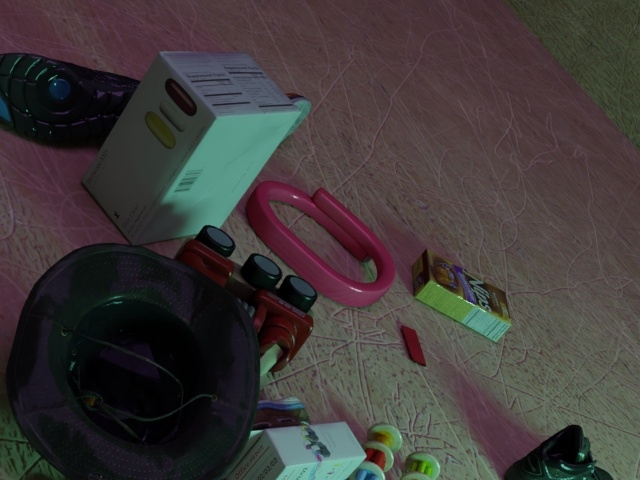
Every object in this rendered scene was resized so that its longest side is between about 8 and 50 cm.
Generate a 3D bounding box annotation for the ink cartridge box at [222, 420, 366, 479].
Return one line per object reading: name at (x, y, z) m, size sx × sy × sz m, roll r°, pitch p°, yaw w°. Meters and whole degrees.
ink cartridge box at (-0.044, 0.287, 1.382) m, size 0.181 × 0.104 × 0.061 m, roll 4°, pitch 42°, yaw -44°

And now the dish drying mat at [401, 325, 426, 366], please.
dish drying mat at (0.158, 0.179, 1.860) m, size 0.032 × 0.008 × 0.083 m, roll 21°, pitch 32°, yaw -28°

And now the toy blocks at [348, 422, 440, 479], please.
toy blocks at (0.100, 0.334, 1.525) m, size 0.123 × 0.054 × 0.148 m, roll 37°, pitch 29°, yaw 0°

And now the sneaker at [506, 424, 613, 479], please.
sneaker at (0.415, 0.365, 1.752) m, size 0.228 × 0.130 × 0.087 m, roll 19°, pitch 36°, yaw -34°

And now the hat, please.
hat at (-0.229, 0.173, 1.314) m, size 0.331 × 0.134 × 0.331 m, roll 15°, pitch 52°, yaw -20°

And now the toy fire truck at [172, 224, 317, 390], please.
toy fire truck at (-0.130, 0.125, 1.508) m, size 0.217 × 0.158 × 0.246 m, roll 32°, pitch 19°, yaw -10°

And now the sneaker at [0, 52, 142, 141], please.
sneaker at (-0.392, -0.220, 1.756) m, size 0.341 × 0.125 × 0.140 m, roll 13°, pitch 11°, yaw -33°

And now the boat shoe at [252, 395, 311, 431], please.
boat shoe at (-0.065, 0.250, 1.443) m, size 0.066 × 0.066 × 0.183 m, roll 46°, pitch 27°, yaw 21°

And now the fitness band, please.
fitness band at (0.000, 0.000, 1.905) m, size 0.291 × 0.054 × 0.209 m, roll 41°, pitch 32°, yaw 9°

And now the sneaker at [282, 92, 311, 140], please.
sneaker at (-0.155, -0.263, 2.032) m, size 0.180 × 0.124 × 0.321 m, roll 47°, pitch 30°, yaw 15°

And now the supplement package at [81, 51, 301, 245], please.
supplement package at (-0.198, -0.142, 1.668) m, size 0.145 × 0.262 × 0.204 m, roll 48°, pitch 31°, yaw 19°

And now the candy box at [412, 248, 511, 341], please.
candy box at (0.262, 0.101, 2.042) m, size 0.187 × 0.053 × 0.109 m, roll 30°, pitch 29°, yaw -16°
